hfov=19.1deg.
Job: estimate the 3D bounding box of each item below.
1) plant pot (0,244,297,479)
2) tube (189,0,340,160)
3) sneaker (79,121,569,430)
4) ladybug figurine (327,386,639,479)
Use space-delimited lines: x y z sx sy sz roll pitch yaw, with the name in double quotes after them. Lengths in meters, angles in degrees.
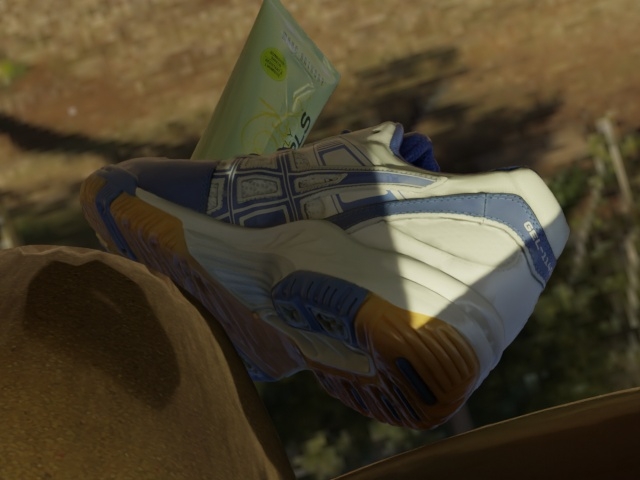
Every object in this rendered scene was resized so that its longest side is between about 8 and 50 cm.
-0.087 0.125 0.527 0.237 0.237 0.254 -16 -145 13 "plant pot"
-0.054 -0.056 1.305 0.062 0.240 0.070 21 149 7 "tube"
0.000 0.000 0.952 0.296 0.112 0.131 20 -122 46 "sneaker"
0.057 0.179 0.729 0.449 0.162 0.305 -20 -174 45 "ladybug figurine"
